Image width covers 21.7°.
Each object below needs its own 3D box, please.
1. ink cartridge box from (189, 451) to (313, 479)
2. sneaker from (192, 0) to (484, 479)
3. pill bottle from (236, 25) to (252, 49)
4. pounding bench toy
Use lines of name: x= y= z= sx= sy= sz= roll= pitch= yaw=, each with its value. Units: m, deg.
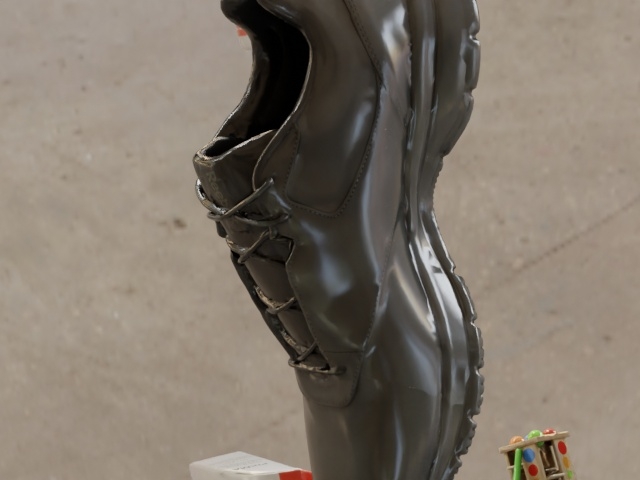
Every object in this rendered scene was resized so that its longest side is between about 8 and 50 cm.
ink cartridge box: x=-0.031 y=0.273 z=1.346 sx=0.066 sy=0.232 sz=0.189 roll=-13 pitch=93 yaw=-17
sneaker: x=0.000 y=0.000 z=0.790 sx=0.130 sy=0.109 sz=0.286 roll=-2 pitch=89 yaw=-37
pill bottle: x=-0.043 y=-0.288 z=1.614 sx=0.108 sy=0.193 sz=0.108 roll=-10 pitch=9 yaw=2
pounding bench toy: x=0.200 y=0.215 z=1.592 sx=0.083 sy=0.052 sz=0.065 roll=-1 pitch=72 yaw=-48
